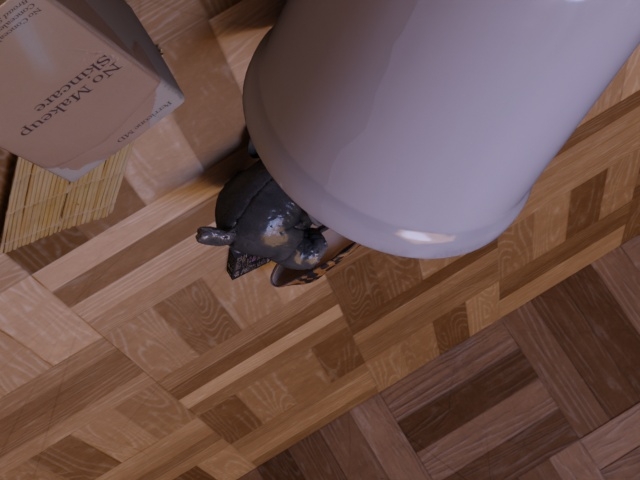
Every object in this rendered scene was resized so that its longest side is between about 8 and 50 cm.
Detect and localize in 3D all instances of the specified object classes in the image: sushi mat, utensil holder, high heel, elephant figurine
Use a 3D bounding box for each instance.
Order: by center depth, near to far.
[{"bbox_3d":[0.138,-0.222,1.399,0.327,0.327,0.385,-19,155,-35],"label":"utensil holder"},{"bbox_3d":[-0.264,-0.091,1.558,0.151,0.019,0.316,-20,158,-29],"label":"sushi mat"},{"bbox_3d":[-0.022,-0.095,1.782,0.169,0.186,0.239,28,116,-19],"label":"elephant figurine"},{"bbox_3d":[0.000,0.000,2.088,0.186,0.093,0.261,-37,171,-3],"label":"high heel"}]

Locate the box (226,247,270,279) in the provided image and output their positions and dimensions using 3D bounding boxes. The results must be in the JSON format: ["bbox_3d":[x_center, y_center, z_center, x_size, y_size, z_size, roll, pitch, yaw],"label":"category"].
[{"bbox_3d":[-0.102,0.021,2.108,0.067,0.018,0.083,-26,161,-17],"label":"box"}]

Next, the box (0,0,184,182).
[{"bbox_3d":[-0.252,-0.167,1.222,0.148,0.121,0.311,-36,161,9],"label":"box"}]
